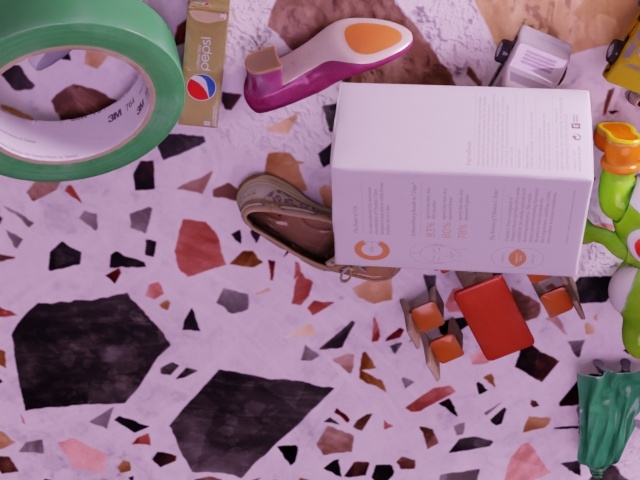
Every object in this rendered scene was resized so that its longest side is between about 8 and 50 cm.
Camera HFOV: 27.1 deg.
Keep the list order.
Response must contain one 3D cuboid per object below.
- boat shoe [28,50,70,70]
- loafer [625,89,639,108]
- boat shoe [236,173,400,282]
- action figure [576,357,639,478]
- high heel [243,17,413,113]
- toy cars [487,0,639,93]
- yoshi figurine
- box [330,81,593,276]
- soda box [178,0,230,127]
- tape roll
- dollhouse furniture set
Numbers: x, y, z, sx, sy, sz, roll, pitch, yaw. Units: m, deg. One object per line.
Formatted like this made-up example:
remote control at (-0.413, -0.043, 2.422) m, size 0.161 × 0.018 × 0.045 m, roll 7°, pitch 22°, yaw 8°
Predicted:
boat shoe at (-0.332, -0.340, 1.774) m, size 0.084 × 0.095 × 0.258 m, roll 45°, pitch 119°, yaw 6°
loafer at (0.507, -0.197, 1.931) m, size 0.125 × 0.039 × 0.045 m, roll 8°, pitch 123°, yaw -8°
boat shoe at (0.000, 0.000, 1.998) m, size 0.285 × 0.089 × 0.104 m, roll 23°, pitch 118°, yaw -17°
action figure at (0.478, 0.307, 2.239) m, size 0.137 × 0.063 × 0.232 m, roll 0°, pitch 119°, yaw -6°
high heel at (0.011, -0.239, 1.871) m, size 0.244 × 0.082 × 0.117 m, roll -18°, pitch 155°, yaw -8°
toy cars at (0.368, -0.232, 1.833) m, size 0.394 × 0.087 × 0.176 m, roll -20°, pitch 123°, yaw 23°
yoshi figurine at (0.491, -0.006, 2.007) m, size 0.203 × 0.203 × 0.362 m, roll -20°, pitch 115°, yaw -38°
box at (0.193, -0.084, 1.847) m, size 0.345 × 0.168 × 0.215 m, roll 3°, pitch 142°, yaw 5°
soda box at (-0.162, -0.251, 1.844) m, size 0.058 × 0.061 × 0.181 m, roll 5°, pitch 122°, yaw -5°
tape roll at (-0.344, -0.205, 1.780) m, size 0.321 × 0.077 × 0.321 m, roll -12°, pitch 147°, yaw -8°
dollhouse furniture set at (0.247, 0.081, 2.037) m, size 0.262 × 0.135 × 0.259 m, roll -24°, pitch 121°, yaw 12°
